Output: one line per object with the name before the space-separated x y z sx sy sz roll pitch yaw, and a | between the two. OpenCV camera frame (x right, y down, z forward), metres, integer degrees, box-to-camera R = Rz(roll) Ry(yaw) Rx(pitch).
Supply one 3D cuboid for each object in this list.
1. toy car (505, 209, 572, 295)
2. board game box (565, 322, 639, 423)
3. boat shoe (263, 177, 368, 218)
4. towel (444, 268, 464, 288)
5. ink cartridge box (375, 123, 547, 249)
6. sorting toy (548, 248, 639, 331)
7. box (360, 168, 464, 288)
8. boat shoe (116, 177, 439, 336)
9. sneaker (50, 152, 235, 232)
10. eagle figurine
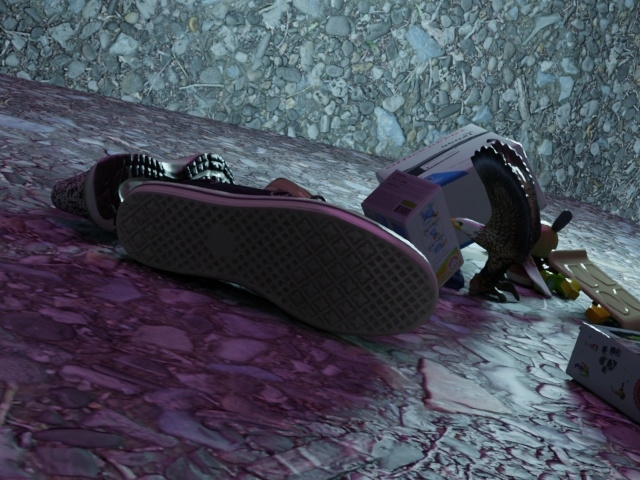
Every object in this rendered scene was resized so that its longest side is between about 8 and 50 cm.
toy car | 0.492 0.009 2.198 0.149 0.188 0.155 4 16 -44
board game box | 0.549 0.229 1.455 0.224 0.097 0.303 9 14 -29
boat shoe | 0.000 0.000 1.818 0.341 0.121 0.110 28 51 35
towel | 0.257 0.068 1.996 0.067 0.029 0.119 17 11 2
ink cartridge box | 0.312 -0.122 2.310 0.286 0.166 0.395 -26 14 0
sorting toy | 0.564 0.110 2.042 0.229 0.041 0.307 48 26 25
box | 0.171 -0.012 1.805 0.114 0.103 0.203 25 -30 42
boat shoe | -0.058 0.009 1.477 0.501 0.186 0.156 14 16 17
sneaker | -0.301 -0.084 1.735 0.182 0.157 0.410 2 -2 32
eagle figurine | 0.360 -0.036 1.954 0.225 0.298 0.226 10 13 -31
